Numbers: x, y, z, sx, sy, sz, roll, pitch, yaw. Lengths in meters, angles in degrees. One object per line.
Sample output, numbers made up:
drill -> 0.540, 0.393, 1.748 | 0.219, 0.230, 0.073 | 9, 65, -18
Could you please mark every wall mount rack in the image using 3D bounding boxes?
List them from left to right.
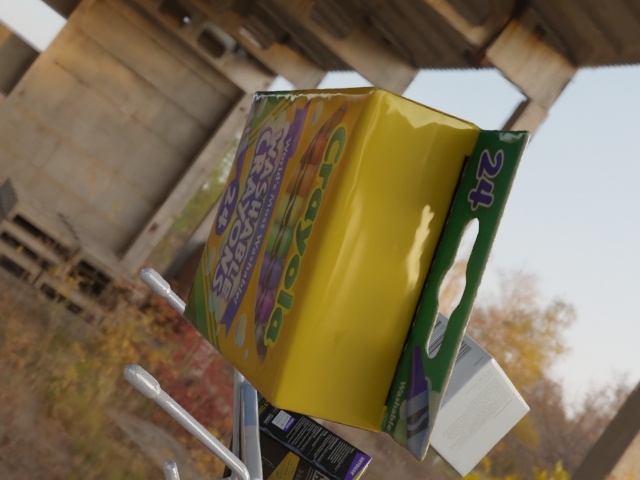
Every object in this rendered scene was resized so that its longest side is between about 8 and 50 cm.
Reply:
wall mount rack -> -0.128, 0.208, 1.028 | 0.130, 0.304, 0.350 | -2, 24, -6

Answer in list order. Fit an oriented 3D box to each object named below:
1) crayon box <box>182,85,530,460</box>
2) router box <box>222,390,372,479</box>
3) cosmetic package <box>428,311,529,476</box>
crayon box -> 0.000, 0.000, 0.678 | 0.083, 0.203, 0.323 | 18, 1, -22
router box -> -0.055, 0.440, 1.786 | 0.243, 0.081, 0.309 | 31, -42, 14
cosmetic package -> 0.188, 0.225, 1.440 | 0.151, 0.151, 0.184 | 41, -6, 44
